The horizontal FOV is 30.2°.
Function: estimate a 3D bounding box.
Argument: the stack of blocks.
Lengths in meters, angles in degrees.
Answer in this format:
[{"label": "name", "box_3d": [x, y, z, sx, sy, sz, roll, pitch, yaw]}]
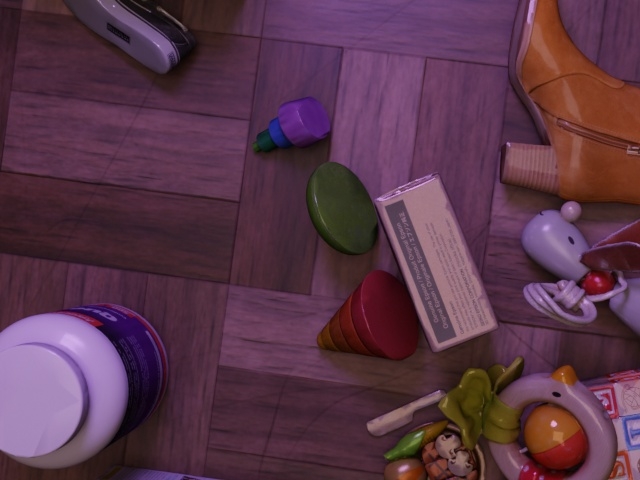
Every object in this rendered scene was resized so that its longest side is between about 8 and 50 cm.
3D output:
[{"label": "stack of blocks", "box_3d": [0.434, 0.312, 1.497, 0.171, 0.087, 0.297, -12, 89, 5]}]

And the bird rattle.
[{"label": "bird rattle", "box_3d": [0.266, 0.260, 1.457, 0.207, 0.143, 0.253, -33, 76, 37]}]

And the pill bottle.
[{"label": "pill bottle", "box_3d": [-0.304, 0.173, 1.447, 0.182, 0.323, 0.181, 0, 90, 5]}]

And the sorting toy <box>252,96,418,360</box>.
[{"label": "sorting toy", "box_3d": [0.000, 0.000, 1.548, 0.126, 0.127, 0.365, -25, 84, 34]}]

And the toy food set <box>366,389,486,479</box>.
[{"label": "toy food set", "box_3d": [0.151, 0.302, 1.547, 0.132, 0.038, 0.192, -27, 88, 5]}]

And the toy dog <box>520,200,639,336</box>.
[{"label": "toy dog", "box_3d": [0.420, 0.046, 1.452, 0.334, 0.220, 0.161, 28, 113, -3]}]

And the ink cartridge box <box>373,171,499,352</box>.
[{"label": "ink cartridge box", "box_3d": [0.139, 0.027, 1.450, 0.088, 0.235, 0.193, -23, 87, 4]}]

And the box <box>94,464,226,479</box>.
[{"label": "box", "box_3d": [-0.168, 0.347, 1.547, 0.244, 0.100, 0.060, 7, 92, 6]}]

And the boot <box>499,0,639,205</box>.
[{"label": "boot", "box_3d": [0.346, -0.195, 1.508, 0.211, 0.104, 0.295, 5, 95, 0]}]

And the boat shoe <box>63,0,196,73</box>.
[{"label": "boat shoe", "box_3d": [-0.263, -0.307, 1.576, 0.219, 0.078, 0.070, 39, 59, 7]}]
